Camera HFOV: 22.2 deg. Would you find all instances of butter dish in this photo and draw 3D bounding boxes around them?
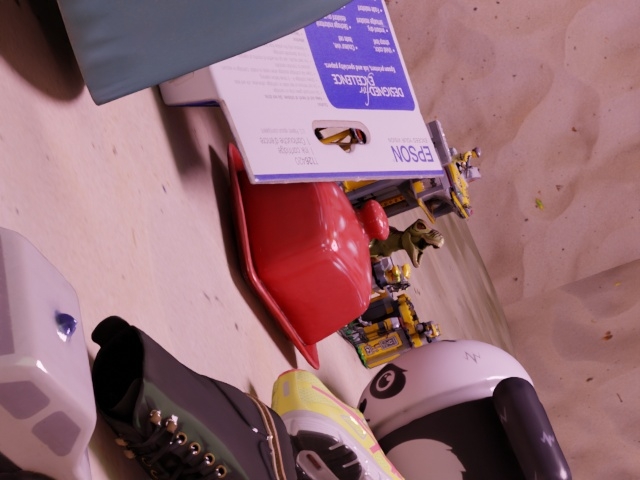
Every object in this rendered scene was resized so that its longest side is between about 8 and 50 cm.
[{"bbox_3d":[0.000,0.000,1.364,0.160,0.118,0.160,59,15,-49],"label":"butter dish"}]

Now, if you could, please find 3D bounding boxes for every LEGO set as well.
[{"bbox_3d":[0.079,-0.023,1.627,0.331,0.192,0.255,53,19,-59],"label":"LEGO set"}]

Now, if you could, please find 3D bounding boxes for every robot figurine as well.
[{"bbox_3d":[0.131,0.222,1.425,0.173,0.209,0.278,33,35,-61],"label":"robot figurine"}]

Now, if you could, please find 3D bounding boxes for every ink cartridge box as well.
[{"bbox_3d":[-0.039,-0.184,1.376,0.303,0.072,0.307,-4,76,-56],"label":"ink cartridge box"}]

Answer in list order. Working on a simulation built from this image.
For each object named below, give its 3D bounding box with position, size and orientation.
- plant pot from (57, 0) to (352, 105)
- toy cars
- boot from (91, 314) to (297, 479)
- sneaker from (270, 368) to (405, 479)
[{"bbox_3d":[-0.062,-0.253,1.000,0.293,0.235,0.293,165,-90,-87],"label":"plant pot"},{"bbox_3d":[-0.088,0.136,0.685,0.176,0.087,0.393,-78,146,-73],"label":"toy cars"},{"bbox_3d":[-0.062,0.141,0.864,0.137,0.077,0.198,42,13,-43],"label":"boot"},{"bbox_3d":[0.020,0.170,1.245,0.208,0.081,0.094,60,12,-44],"label":"sneaker"}]
